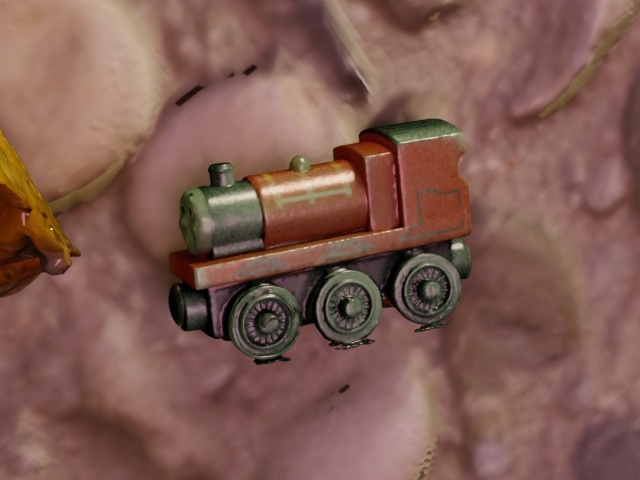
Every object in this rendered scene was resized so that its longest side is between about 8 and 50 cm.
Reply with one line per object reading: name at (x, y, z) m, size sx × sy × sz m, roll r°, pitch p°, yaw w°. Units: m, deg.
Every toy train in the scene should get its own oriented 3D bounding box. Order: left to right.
toy train at (0.000, 0.000, 0.448) m, size 0.103 × 0.044 × 0.064 m, roll -12°, pitch 105°, yaw -19°

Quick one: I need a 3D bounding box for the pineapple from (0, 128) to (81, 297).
pineapple at (-0.175, -0.037, 0.325) m, size 0.164 × 0.140 × 0.250 m, roll -31°, pitch 116°, yaw -9°
